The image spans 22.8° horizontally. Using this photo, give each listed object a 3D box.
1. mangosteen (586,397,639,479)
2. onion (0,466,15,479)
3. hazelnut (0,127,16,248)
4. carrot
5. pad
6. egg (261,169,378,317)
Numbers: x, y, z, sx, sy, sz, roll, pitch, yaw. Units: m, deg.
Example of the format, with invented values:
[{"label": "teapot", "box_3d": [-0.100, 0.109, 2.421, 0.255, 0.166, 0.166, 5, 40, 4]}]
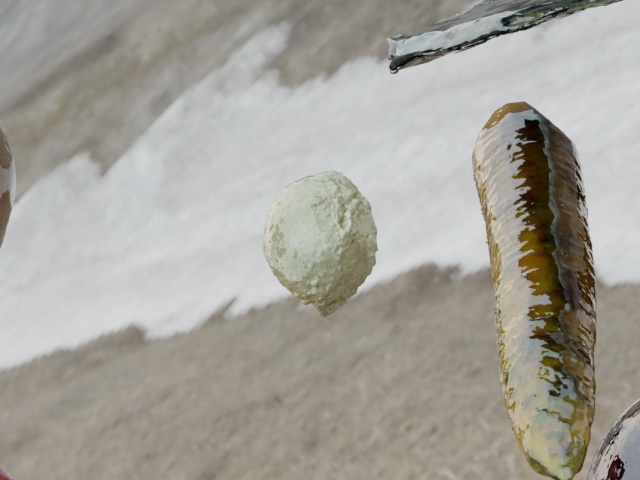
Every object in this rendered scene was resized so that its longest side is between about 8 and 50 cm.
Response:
[{"label": "mangosteen", "box_3d": [0.294, 0.161, 1.065, 0.228, 0.228, 0.265, 14, 90, 66]}, {"label": "onion", "box_3d": [-0.270, 0.223, 1.251, 0.150, 0.150, 0.140, -33, 0, 30]}, {"label": "hazelnut", "box_3d": [-0.496, -0.039, 1.607, 0.359, 0.359, 0.409, -48, 47, -7]}, {"label": "carrot", "box_3d": [0.120, 0.019, 0.863, 0.066, 0.066, 0.314, -36, 25, 23]}, {"label": "pad", "box_3d": [0.161, -0.145, 0.855, 0.174, 0.022, 0.233, -29, 12, -36]}, {"label": "egg", "box_3d": [0.000, 0.000, 1.565, 0.116, 0.118, 0.140, -1, 66, 11]}]
